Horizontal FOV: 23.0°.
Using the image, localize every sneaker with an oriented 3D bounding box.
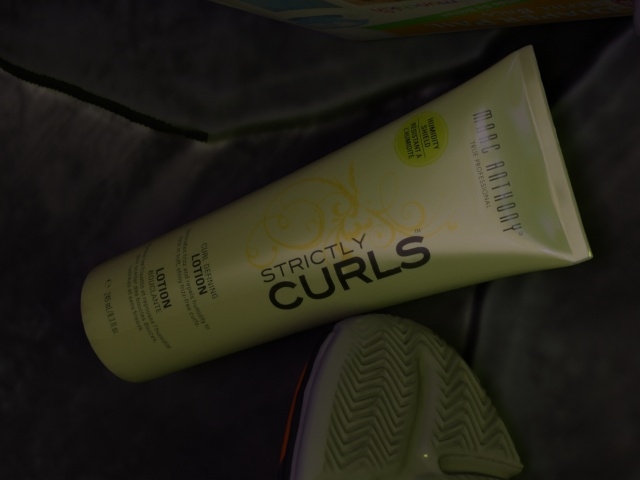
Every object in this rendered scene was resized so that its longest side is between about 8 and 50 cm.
[{"bbox_3d":[-0.003,0.199,0.639,0.180,0.124,0.321,-29,56,48],"label":"sneaker"}]

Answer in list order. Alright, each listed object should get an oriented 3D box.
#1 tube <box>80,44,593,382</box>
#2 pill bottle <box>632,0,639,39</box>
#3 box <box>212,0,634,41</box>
[{"bbox_3d":[0.000,0.000,0.688,0.240,0.062,0.070,-21,116,30],"label":"tube"},{"bbox_3d":[0.210,-0.238,0.432,0.224,0.224,0.392,11,94,37],"label":"pill bottle"},{"bbox_3d":[0.063,-0.143,0.608,0.203,0.114,0.103,0,86,38],"label":"box"}]
